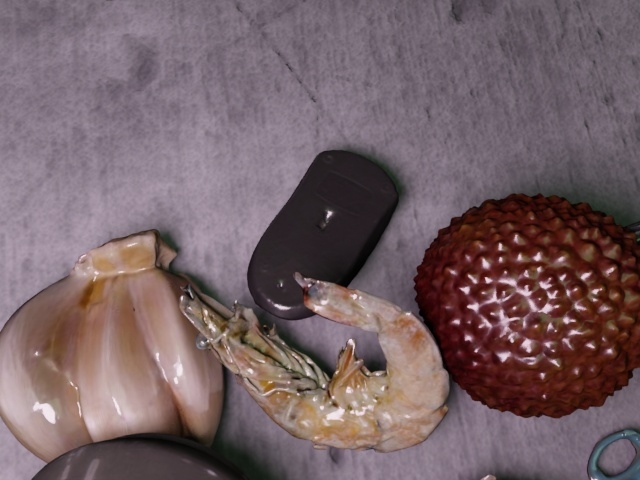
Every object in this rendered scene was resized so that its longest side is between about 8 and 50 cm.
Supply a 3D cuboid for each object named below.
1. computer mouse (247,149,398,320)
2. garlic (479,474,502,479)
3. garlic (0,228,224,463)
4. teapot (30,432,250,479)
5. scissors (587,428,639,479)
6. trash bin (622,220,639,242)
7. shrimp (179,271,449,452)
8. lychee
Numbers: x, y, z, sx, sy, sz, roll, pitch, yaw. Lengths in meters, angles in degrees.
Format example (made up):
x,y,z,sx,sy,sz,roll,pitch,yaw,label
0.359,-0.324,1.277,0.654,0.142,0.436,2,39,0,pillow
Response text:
x,y,z,sx,sy,sz,roll,pitch,yaw,label
0.000,0.000,0.934,0.138,0.086,0.269,28,65,10,computer mouse
0.263,0.401,0.799,0.148,0.128,0.266,-34,50,9,garlic
-0.265,0.154,0.849,0.279,0.132,0.325,-8,69,0,garlic
-0.211,0.416,0.644,0.306,0.361,0.376,20,113,1,teapot
0.494,0.270,0.915,0.289,0.041,0.138,-32,80,-9,scissors
0.480,0.082,0.914,0.161,0.184,0.238,-19,87,-10,trash bin
-0.005,0.137,0.822,0.360,0.247,0.085,31,31,-9,shrimp
0.256,0.076,0.843,0.276,0.304,0.275,12,71,-41,lychee
